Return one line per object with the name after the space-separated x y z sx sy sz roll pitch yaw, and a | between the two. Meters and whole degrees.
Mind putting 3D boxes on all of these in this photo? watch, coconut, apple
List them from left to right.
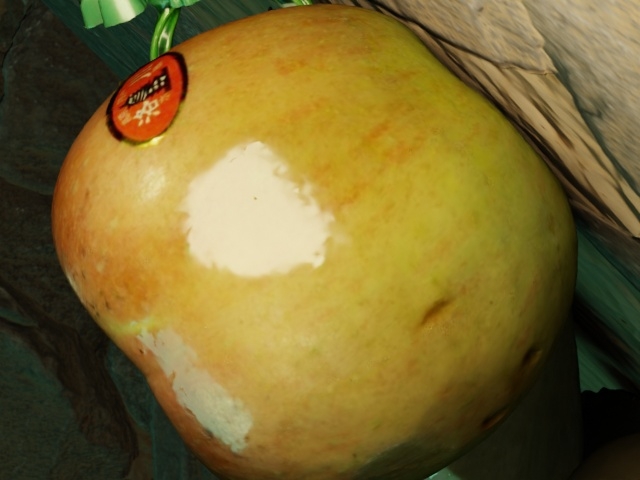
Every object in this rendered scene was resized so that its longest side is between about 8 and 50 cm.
-0.082 -0.150 1.439 0.131 0.165 0.152 -111 -4 -73 | watch
0.000 0.000 1.285 0.338 0.305 0.338 54 180 0 | apple
0.098 0.118 1.681 0.329 0.329 0.329 44 175 5 | coconut

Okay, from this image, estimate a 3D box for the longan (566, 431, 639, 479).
0.287 0.271 1.522 0.248 0.248 0.248 44 175 5 | longan

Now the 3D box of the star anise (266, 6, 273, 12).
-0.040 -0.105 1.648 0.140 0.144 0.158 52 176 1 | star anise

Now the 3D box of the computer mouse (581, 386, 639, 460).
0.254 0.290 1.716 0.116 0.323 0.183 10 159 -37 | computer mouse
